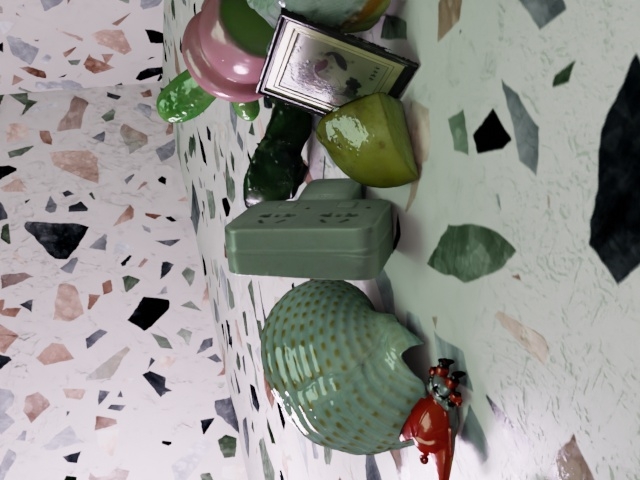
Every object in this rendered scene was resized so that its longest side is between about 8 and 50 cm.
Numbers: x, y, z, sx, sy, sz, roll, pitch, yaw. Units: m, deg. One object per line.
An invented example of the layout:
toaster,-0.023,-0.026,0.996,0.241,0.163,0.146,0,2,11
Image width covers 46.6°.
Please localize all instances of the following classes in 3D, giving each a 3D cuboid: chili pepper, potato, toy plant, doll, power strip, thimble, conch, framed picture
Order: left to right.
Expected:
toy plant,-0.165,-0.383,1.519,0.210,0.317,0.356,45,152,-1
chili pepper,-0.075,-0.172,1.457,0.148,0.116,0.265,-79,6,-79
thimble,-0.003,-0.415,1.020,0.288,0.167,0.254,-136,45,-60
power strip,0.000,0.000,1.163,0.261,0.229,0.141,-50,-42,-66
framed picture,0.017,-0.229,1.050,0.195,0.199,0.010,126,162,-64
conch,0.026,0.215,1.198,0.319,0.215,0.303,-179,70,-74
potato,0.053,-0.124,1.050,0.149,0.081,0.120,-23,72,37
doll,0.157,0.243,1.022,0.109,0.057,0.169,44,136,48

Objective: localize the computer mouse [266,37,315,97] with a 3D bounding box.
computer mouse,-0.011,-0.287,1.181,0.128,0.079,0.231,51,-164,-4
